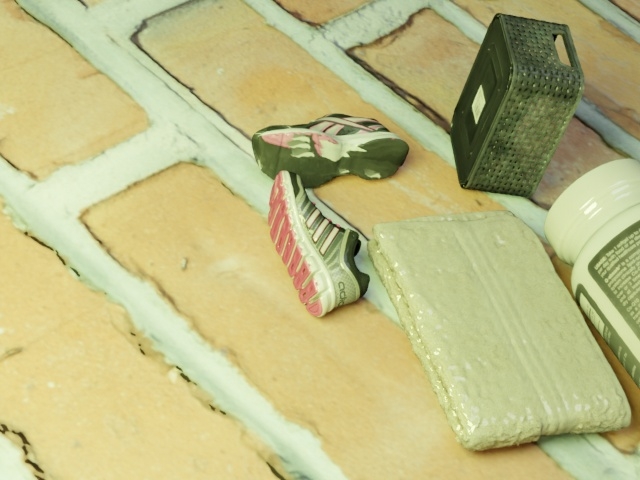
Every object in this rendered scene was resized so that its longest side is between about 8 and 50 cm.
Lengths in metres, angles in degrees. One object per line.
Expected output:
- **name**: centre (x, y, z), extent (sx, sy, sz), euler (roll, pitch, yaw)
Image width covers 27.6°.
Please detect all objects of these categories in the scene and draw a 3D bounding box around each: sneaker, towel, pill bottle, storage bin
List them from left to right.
- **sneaker**: centre (0.000, 0.000, 1.320), extent (0.074, 0.063, 0.170), euler (-7, 55, -25)
- **sneaker**: centre (0.003, -0.105, 1.431), extent (0.178, 0.072, 0.077), euler (2, 34, -28)
- **towel**: centre (0.172, 0.084, 1.308), extent (0.187, 0.049, 0.282), euler (-5, 50, -22)
- **storage bin**: centre (0.215, -0.149, 1.455), extent (0.084, 0.180, 0.122), euler (8, 45, -13)
- **pill bottle**: centre (0.353, 0.058, 1.313), extent (0.162, 0.162, 0.278), euler (-11, 52, -28)
